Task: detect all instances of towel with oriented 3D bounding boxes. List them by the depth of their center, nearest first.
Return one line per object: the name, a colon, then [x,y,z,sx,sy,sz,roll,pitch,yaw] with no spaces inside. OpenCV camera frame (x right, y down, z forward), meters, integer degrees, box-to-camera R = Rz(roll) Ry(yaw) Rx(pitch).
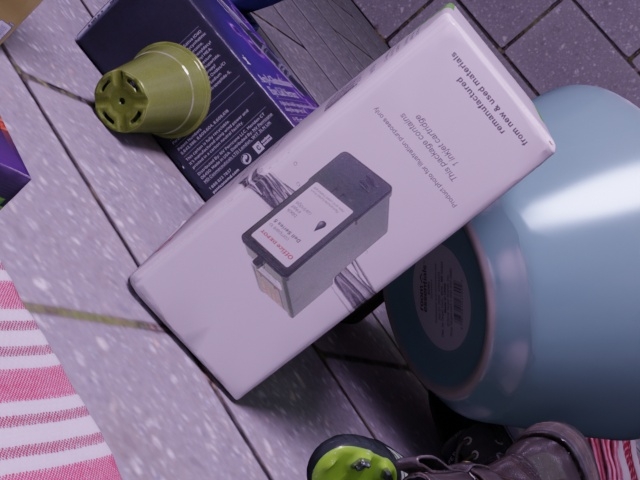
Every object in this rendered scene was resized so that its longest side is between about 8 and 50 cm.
towel: [-0.171,0.053,0.535,0.197,0.029,0.144,56,15,16]
towel: [0.320,0.280,1.211,0.329,0.037,0.237,11,68,-71]

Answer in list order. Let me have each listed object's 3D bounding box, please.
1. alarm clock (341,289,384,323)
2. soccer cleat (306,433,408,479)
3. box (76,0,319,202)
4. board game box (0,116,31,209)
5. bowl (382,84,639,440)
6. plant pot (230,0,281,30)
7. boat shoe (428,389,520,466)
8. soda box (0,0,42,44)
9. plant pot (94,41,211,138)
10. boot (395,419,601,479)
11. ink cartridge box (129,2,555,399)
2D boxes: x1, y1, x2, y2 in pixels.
alarm clock: [0.017,0.023,1.109,0.192,0.064,0.129,27,25,-51]
soccer cleat: [0.031,0.162,0.812,0.072,0.060,0.179,47,4,37]
box: [-0.099,-0.141,1.097,0.207,0.108,0.153,51,14,5]
board game box: [-0.249,-0.092,0.630,0.141,0.048,0.170,56,15,30]
bowl: [0.162,0.030,0.995,0.163,0.312,0.311,-8,47,-25]
plant pot: [-0.117,-0.391,1.494,0.236,0.212,0.236,49,14,-1]
boat shoe: [0.139,0.188,1.040,0.076,0.080,0.228,20,27,-15]
soda box: [-0.201,-0.228,0.859,0.058,0.181,0.061,38,18,-37]
plant pot: [-0.146,-0.121,0.984,0.083,0.083,0.079,50,25,5]
boot: [0.137,0.255,0.820,0.229,0.091,0.263,-10,81,-56]
ink cartridge box: [0.019,-0.036,0.841,0.115,0.273,0.198,50,14,-6]
